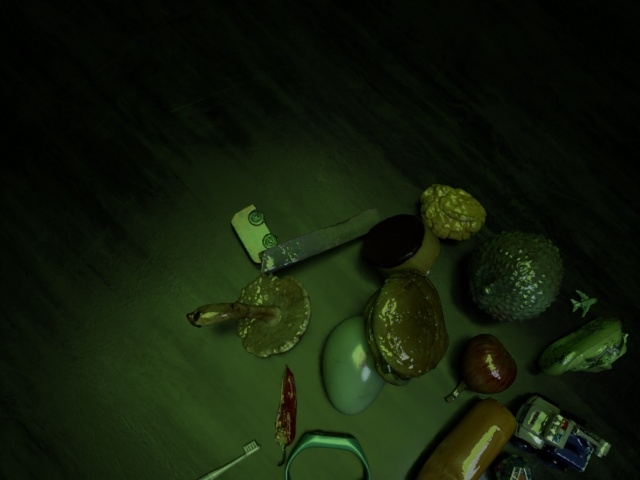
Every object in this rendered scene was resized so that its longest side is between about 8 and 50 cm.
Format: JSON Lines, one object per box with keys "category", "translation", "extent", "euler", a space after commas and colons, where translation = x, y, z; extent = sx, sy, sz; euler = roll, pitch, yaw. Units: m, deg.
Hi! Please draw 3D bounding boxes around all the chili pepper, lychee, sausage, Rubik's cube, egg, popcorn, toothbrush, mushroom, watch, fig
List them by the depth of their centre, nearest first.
{"category": "mushroom", "translation": [-0.161, 0.211, 1.545], "extent": [0.233, 0.302, 0.208], "euler": [-18, 97, 24]}
{"category": "sausage", "translation": [0.372, 0.577, 1.571], "extent": [0.354, 0.116, 0.134], "euler": [-45, 53, -10]}
{"category": "toothbrush", "translation": [-0.312, 0.633, 1.573], "extent": [0.342, 0.025, 0.030], "euler": [-31, 76, -9]}
{"category": "watch", "translation": [0.025, 0.610, 1.574], "extent": [0.237, 0.068, 0.195], "euler": [4, 79, -1]}
{"category": "egg", "translation": [0.093, 0.331, 1.579], "extent": [0.183, 0.183, 0.264], "euler": [10, 88, -1]}
{"category": "Rubik's cube", "translation": [0.518, 0.628, 1.581], "extent": [0.093, 0.111, 0.111], "euler": [-16, 78, 21]}
{"category": "chili pepper", "translation": [-0.091, 0.473, 1.610], "extent": [0.050, 0.059, 0.268], "euler": [15, 71, -39]}
{"category": "fig", "translation": [0.453, 0.356, 1.624], "extent": [0.149, 0.202, 0.148], "euler": [20, 40, 13]}
{"category": "lychee", "translation": [0.532, 0.094, 1.629], "extent": [0.274, 0.255, 0.255], "euler": [-19, 77, -41]}
{"category": "popcorn", "translation": [0.370, -0.078, 1.706], "extent": [0.194, 0.140, 0.163], "euler": [40, 74, 8]}

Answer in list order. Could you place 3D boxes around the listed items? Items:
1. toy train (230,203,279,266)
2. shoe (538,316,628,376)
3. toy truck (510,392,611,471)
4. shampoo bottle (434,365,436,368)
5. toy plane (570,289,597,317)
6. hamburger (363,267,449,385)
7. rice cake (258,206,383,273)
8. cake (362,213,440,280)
{"category": "toy train", "translation": [-0.182, -0.009, 1.694], "extent": [0.099, 0.072, 0.188], "euler": [-29, 81, -11]}
{"category": "shoe", "translation": [0.736, 0.305, 1.637], "extent": [0.262, 0.140, 0.128], "euler": [-32, 76, -13]}
{"category": "toy truck", "translation": [0.629, 0.513, 1.570], "extent": [0.213, 0.177, 0.161], "euler": [31, 79, 3]}
{"category": "shampoo bottle", "translation": [0.227, 0.272, 1.660], "extent": [0.236, 0.068, 0.067], "euler": [31, 78, 2]}
{"category": "toy plane", "translation": [0.766, 0.181, 1.721], "extent": [0.083, 0.033, 0.080], "euler": [-12, 90, -6]}
{"category": "hamburger", "translation": [0.226, 0.216, 1.516], "extent": [0.134, 0.265, 0.284], "euler": [-17, 91, 33]}
{"category": "rice cake", "translation": [0.001, 0.000, 1.669], "extent": [0.399, 0.064, 0.070], "euler": [-21, 84, -21]}
{"category": "cake", "translation": [0.237, 0.045, 1.668], "extent": [0.208, 0.178, 0.185], "euler": [-26, 39, 8]}
